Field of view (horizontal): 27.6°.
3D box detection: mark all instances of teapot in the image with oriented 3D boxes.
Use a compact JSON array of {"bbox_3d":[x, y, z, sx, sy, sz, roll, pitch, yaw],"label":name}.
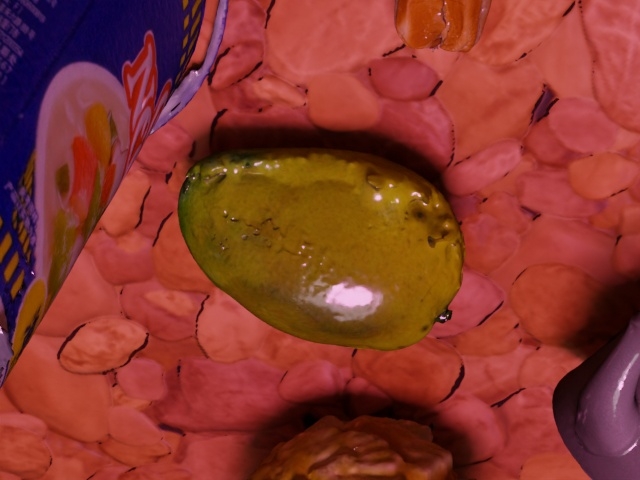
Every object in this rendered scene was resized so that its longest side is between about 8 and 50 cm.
[{"bbox_3d":[0.255,0.085,0.801,0.239,0.162,0.149,9,122,-33],"label":"teapot"}]

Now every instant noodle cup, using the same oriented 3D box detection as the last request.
[{"bbox_3d":[-0.204,-0.063,0.613,0.284,0.312,0.284,3,129,4],"label":"instant noodle cup"}]

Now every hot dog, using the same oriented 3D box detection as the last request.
[{"bbox_3d":[0.070,-0.153,0.689,0.056,0.041,0.133,7,137,1],"label":"hot dog"}]

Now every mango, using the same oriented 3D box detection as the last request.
[{"bbox_3d":[0.000,0.000,0.783,0.178,0.100,0.119,20,93,1],"label":"mango"}]

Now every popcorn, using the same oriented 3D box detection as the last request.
[{"bbox_3d":[0.028,0.216,0.920,0.198,0.198,0.212,0,155,7],"label":"popcorn"}]
